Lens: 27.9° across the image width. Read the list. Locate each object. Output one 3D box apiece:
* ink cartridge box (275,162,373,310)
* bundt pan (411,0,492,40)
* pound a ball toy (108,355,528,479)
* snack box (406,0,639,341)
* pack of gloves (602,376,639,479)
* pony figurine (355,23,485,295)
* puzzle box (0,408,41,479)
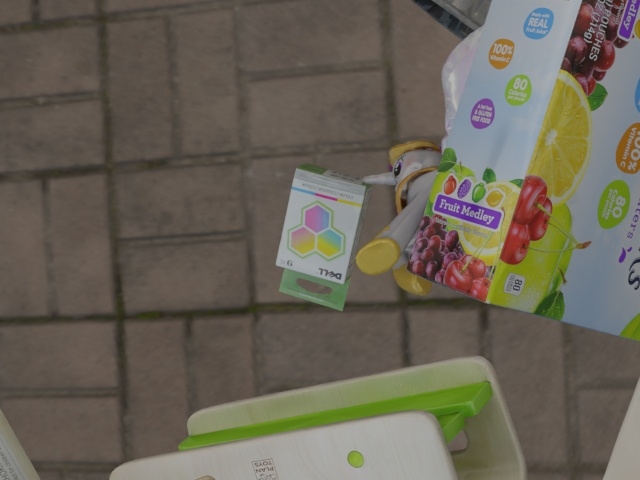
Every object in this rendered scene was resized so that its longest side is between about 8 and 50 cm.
[{"bbox_3d":[0.000,0.000,1.918,0.109,0.062,0.209,16,105,10],"label":"ink cartridge box"},{"bbox_3d":[0.254,-0.328,1.812,0.331,0.331,0.124,37,98,14],"label":"bundt pan"},{"bbox_3d":[-0.037,0.199,0.909,0.319,0.208,0.136,-15,97,28],"label":"pound a ball toy"},{"bbox_3d":[0.156,-0.057,0.705,0.070,0.174,0.207,22,95,50],"label":"snack box"},{"bbox_3d":[0.229,0.027,0.492,0.195,0.232,0.046,-3,129,30],"label":"pack of gloves"},{"bbox_3d":[0.204,-0.087,1.588,0.351,0.363,0.303,-25,112,15],"label":"pony figurine"},{"bbox_3d":[-0.371,0.240,1.075,0.409,0.272,0.052,52,143,30],"label":"puzzle box"}]
